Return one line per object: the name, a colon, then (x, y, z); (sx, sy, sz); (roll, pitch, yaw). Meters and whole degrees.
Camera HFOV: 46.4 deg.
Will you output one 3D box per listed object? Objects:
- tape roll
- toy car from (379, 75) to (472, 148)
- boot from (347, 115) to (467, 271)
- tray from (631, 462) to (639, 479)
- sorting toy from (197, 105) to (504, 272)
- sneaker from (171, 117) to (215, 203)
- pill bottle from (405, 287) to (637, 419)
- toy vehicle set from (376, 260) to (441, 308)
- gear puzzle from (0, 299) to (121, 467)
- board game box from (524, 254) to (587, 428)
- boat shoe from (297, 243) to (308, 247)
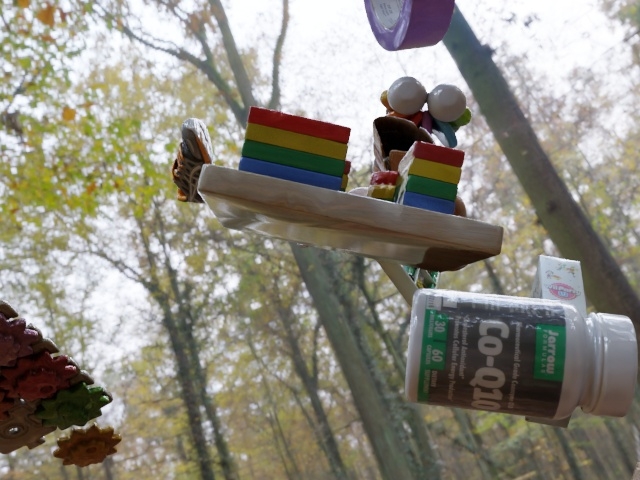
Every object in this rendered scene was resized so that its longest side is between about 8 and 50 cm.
tape roll: (0.163, -0.509, 1.441); (0.090, 0.275, 0.275); (-10, -28, -13)
toy car: (0.198, -0.230, 1.453); (0.182, 0.136, 0.159); (11, -8, 6)
boot: (0.103, -0.085, 1.127); (0.109, 0.283, 0.220); (-35, -53, -14)
tray: (0.635, 0.655, 1.493); (0.203, 0.076, 0.411); (89, -154, -76)
sorting toy: (0.027, -0.044, 0.740); (0.257, 0.089, 0.255); (12, -7, -1)
sneaker: (-0.232, -0.133, 1.352); (0.083, 0.084, 0.215); (-7, -37, -5)
pill bottle: (0.332, 0.196, 1.280); (0.361, 0.204, 0.204); (4, -25, 9)
toy vehicle set: (0.189, 0.021, 1.543); (0.035, 0.166, 0.267); (-29, 18, 27)
gear puzzle: (-0.349, 0.207, 0.883); (0.175, 0.044, 0.339); (-26, -41, -1)
board game box: (0.495, 0.208, 1.595); (0.097, 0.303, 0.224); (9, -57, 7)
boat shoe: (0.000, 0.000, 1.570); (0.100, 0.035, 0.035); (-18, -44, -9)
